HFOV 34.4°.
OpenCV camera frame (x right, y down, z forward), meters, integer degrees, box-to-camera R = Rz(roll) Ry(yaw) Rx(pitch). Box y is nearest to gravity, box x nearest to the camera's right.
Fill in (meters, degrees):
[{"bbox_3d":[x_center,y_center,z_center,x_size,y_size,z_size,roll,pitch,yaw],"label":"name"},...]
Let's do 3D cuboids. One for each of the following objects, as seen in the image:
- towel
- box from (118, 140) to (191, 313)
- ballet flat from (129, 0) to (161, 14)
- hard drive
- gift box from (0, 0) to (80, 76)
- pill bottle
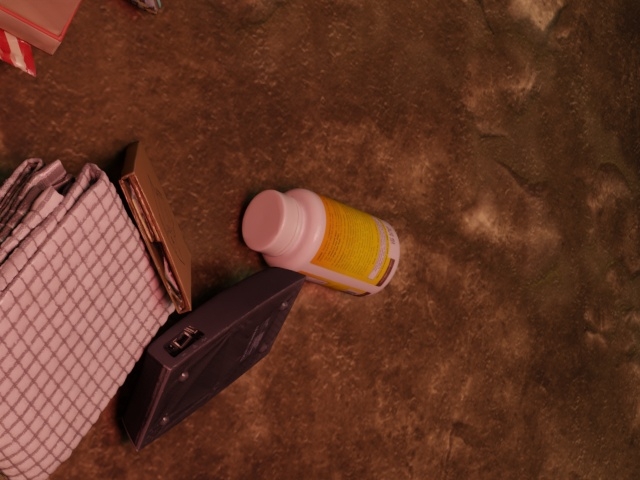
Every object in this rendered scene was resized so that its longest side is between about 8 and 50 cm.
[{"bbox_3d":[-0.298,0.079,1.063,0.283,0.121,0.235,-58,147,-29],"label":"towel"},{"bbox_3d":[-0.187,-0.021,1.191,0.021,0.201,0.164,-22,107,-2],"label":"box"},{"bbox_3d":[-0.255,-0.349,1.229,0.070,0.070,0.188,-37,110,-40],"label":"ballet flat"},{"bbox_3d":[-0.130,0.132,1.245,0.054,0.172,0.255,39,40,16],"label":"hard drive"},{"bbox_3d":[-0.292,-0.340,1.032,0.276,0.258,0.255,33,67,-18],"label":"gift box"},{"bbox_3d":[0.000,0.000,1.405,0.215,0.117,0.117,20,73,-42],"label":"pill bottle"}]
